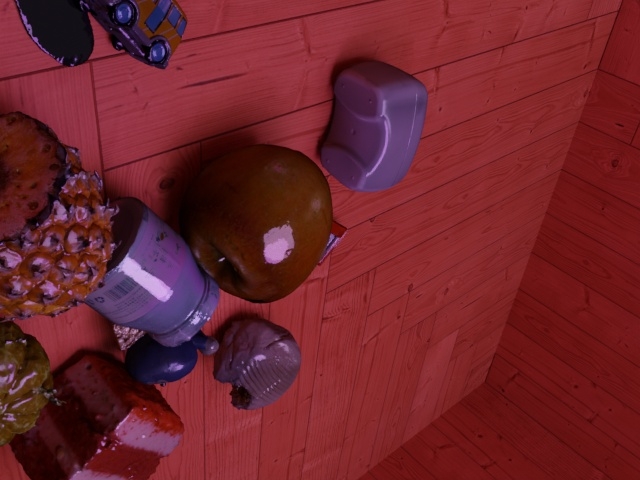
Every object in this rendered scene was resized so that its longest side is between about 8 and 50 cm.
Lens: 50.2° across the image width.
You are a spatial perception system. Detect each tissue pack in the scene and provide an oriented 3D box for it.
[{"bbox_3d":[0.157,-0.310,1.859,0.236,0.229,0.332,-18,133,-38],"label":"tissue pack"}]

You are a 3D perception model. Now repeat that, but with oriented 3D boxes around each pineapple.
[{"bbox_3d":[-0.539,-0.028,1.218,0.352,0.352,0.300,-39,154,-20],"label":"pineapple"}]

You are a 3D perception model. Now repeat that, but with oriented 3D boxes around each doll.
[{"bbox_3d":[-0.389,0.285,1.751,0.258,0.228,0.153,-77,160,-70],"label":"doll"}]

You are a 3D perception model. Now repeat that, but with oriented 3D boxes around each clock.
[{"bbox_3d":[0.000,0.000,2.110,0.155,0.061,0.113,-53,146,6],"label":"clock"}]

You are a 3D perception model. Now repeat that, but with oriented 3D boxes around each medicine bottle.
[{"bbox_3d":[-0.386,0.081,1.498,0.245,0.245,0.290,-48,131,-7],"label":"medicine bottle"}]

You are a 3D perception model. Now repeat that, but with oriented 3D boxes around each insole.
[{"bbox_3d":[-0.494,-0.437,1.167,0.119,0.009,0.348,-46,146,-12],"label":"insole"}]

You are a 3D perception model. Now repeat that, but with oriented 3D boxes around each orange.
[{"bbox_3d":[-0.707,0.298,1.390,0.301,0.223,0.300,-45,130,-12],"label":"orange"}]

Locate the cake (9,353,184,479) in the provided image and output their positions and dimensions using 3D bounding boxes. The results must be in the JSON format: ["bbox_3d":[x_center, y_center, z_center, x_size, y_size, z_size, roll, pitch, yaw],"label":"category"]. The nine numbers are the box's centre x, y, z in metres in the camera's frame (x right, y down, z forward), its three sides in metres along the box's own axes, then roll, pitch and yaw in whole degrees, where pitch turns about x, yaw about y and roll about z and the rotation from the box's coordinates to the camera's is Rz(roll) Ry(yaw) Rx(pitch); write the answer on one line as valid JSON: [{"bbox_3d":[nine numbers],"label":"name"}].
[{"bbox_3d":[-0.553,0.472,1.688,0.319,0.269,0.270,-47,147,-8],"label":"cake"}]

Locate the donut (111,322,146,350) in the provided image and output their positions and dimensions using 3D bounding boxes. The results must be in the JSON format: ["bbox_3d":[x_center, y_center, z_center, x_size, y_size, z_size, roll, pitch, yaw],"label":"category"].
[{"bbox_3d":[-0.433,0.179,1.692,0.217,0.141,0.085,-35,104,-29],"label":"donut"}]

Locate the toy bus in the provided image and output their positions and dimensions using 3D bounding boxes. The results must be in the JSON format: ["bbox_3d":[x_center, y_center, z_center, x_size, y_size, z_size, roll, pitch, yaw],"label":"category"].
[{"bbox_3d":[-0.341,-0.428,1.257,0.136,0.126,0.209,-57,148,-10],"label":"toy bus"}]

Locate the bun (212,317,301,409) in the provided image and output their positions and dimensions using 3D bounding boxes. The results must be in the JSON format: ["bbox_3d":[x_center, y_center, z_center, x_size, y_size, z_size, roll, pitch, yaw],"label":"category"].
[{"bbox_3d":[-0.199,0.352,2.068,0.282,0.204,0.281,-19,135,-20],"label":"bun"}]

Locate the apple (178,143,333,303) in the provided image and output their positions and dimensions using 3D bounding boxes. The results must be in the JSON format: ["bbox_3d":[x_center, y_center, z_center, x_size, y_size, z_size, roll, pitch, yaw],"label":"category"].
[{"bbox_3d":[-0.147,-0.049,1.649,0.374,0.374,0.384,-34,159,-26],"label":"apple"}]
